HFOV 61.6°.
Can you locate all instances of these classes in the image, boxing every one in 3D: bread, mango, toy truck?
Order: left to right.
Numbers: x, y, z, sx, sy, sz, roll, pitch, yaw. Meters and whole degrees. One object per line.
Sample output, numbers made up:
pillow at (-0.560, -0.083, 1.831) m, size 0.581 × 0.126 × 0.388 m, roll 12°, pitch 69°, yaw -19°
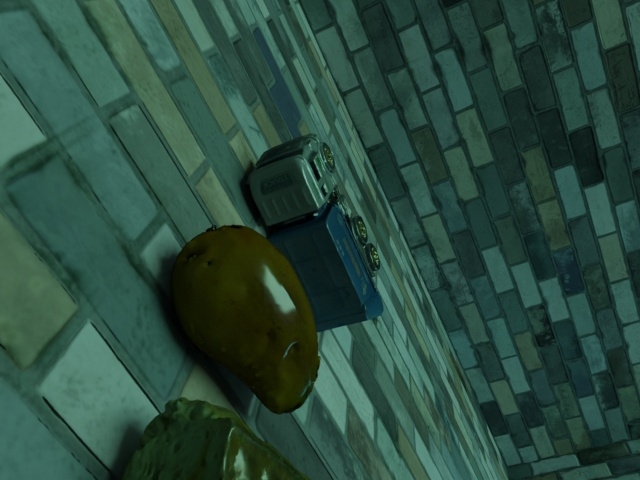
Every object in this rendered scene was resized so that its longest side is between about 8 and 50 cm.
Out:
bread at (-0.066, 0.257, 0.491) m, size 0.152 × 0.130 × 0.268 m, roll -99°, pitch 162°, yaw -48°
mango at (-0.081, 0.099, 0.643) m, size 0.156 × 0.151 × 0.249 m, roll -39°, pitch 116°, yaw -41°
toy truck at (0.000, 0.000, 0.987) m, size 0.367 × 0.146 × 0.175 m, roll 64°, pitch 21°, yaw -17°
